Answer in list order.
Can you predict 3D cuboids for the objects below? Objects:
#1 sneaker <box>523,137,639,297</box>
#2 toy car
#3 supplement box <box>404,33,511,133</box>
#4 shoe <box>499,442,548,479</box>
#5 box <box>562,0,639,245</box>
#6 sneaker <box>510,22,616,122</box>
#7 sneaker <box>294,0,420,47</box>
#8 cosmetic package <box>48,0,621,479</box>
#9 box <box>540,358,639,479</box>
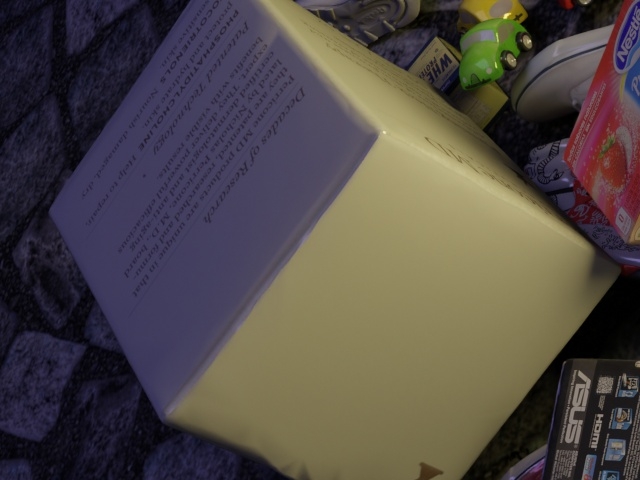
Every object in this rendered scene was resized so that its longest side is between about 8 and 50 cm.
[{"bbox_3d":[0.280,-0.027,1.830,0.270,0.090,0.145,8,77,54],"label":"sneaker"},{"bbox_3d":[0.202,-0.233,1.987,0.239,0.053,0.225,-19,21,40],"label":"toy car"},{"bbox_3d":[0.151,-0.170,2.080,0.056,0.083,0.083,-51,38,15],"label":"supplement box"},{"bbox_3d":[0.232,0.230,1.748,0.178,0.063,0.081,-43,38,19],"label":"shoe"},{"bbox_3d":[0.350,-0.153,1.658,0.142,0.154,0.300,-118,37,-48],"label":"box"},{"bbox_3d":[0.293,-0.160,1.896,0.258,0.094,0.091,-24,55,43],"label":"sneaker"},{"bbox_3d":[0.043,-0.292,2.301,0.235,0.090,0.095,-13,46,41],"label":"sneaker"},{"bbox_3d":[0.000,0.000,1.811,0.327,0.329,0.394,-54,37,12],"label":"cosmetic package"},{"bbox_3d":[0.314,0.296,1.542,0.318,0.097,0.395,-2,66,40],"label":"box"}]
